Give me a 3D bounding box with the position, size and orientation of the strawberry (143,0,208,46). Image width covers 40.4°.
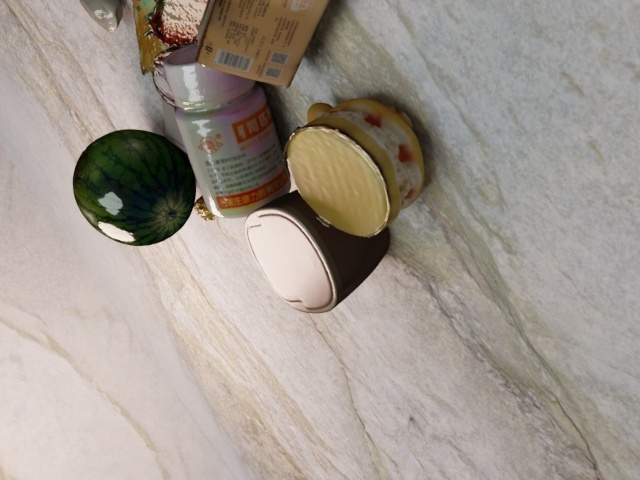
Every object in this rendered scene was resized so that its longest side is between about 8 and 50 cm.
[{"bbox_3d":[-0.292,-0.518,2.000,0.208,0.087,0.167,17,109,4],"label":"strawberry"}]

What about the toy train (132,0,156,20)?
[{"bbox_3d":[-0.392,-0.605,2.097,0.188,0.072,0.099,-12,106,56],"label":"toy train"}]

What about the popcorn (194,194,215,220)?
[{"bbox_3d":[-0.329,-0.092,2.503,0.082,0.057,0.083,10,129,51],"label":"popcorn"}]

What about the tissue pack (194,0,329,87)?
[{"bbox_3d":[-0.109,-0.493,1.727,0.238,0.238,0.305,50,148,9],"label":"tissue pack"}]

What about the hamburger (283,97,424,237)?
[{"bbox_3d":[0.068,-0.164,1.772,0.303,0.186,0.261,17,134,33],"label":"hamburger"}]

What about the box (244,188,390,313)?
[{"bbox_3d":[0.000,0.000,1.992,0.301,0.216,0.301,32,140,31],"label":"box"}]

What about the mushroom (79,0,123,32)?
[{"bbox_3d":[-0.596,-0.645,2.327,0.212,0.088,0.097,49,-179,21],"label":"mushroom"}]

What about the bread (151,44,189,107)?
[{"bbox_3d":[-0.343,-0.410,2.175,0.160,0.073,0.160,13,122,22],"label":"bread"}]

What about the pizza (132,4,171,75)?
[{"bbox_3d":[-0.424,-0.497,2.275,0.181,0.034,0.262,38,142,26],"label":"pizza"}]

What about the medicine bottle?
[{"bbox_3d":[-0.217,-0.264,2.038,0.219,0.219,0.388,16,130,47],"label":"medicine bottle"}]

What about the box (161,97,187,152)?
[{"bbox_3d":[-0.314,-0.293,2.291,0.260,0.062,0.175,35,143,31],"label":"box"}]

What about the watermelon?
[{"bbox_3d":[-0.515,-0.149,2.441,0.363,0.363,0.363,34,143,31],"label":"watermelon"}]
